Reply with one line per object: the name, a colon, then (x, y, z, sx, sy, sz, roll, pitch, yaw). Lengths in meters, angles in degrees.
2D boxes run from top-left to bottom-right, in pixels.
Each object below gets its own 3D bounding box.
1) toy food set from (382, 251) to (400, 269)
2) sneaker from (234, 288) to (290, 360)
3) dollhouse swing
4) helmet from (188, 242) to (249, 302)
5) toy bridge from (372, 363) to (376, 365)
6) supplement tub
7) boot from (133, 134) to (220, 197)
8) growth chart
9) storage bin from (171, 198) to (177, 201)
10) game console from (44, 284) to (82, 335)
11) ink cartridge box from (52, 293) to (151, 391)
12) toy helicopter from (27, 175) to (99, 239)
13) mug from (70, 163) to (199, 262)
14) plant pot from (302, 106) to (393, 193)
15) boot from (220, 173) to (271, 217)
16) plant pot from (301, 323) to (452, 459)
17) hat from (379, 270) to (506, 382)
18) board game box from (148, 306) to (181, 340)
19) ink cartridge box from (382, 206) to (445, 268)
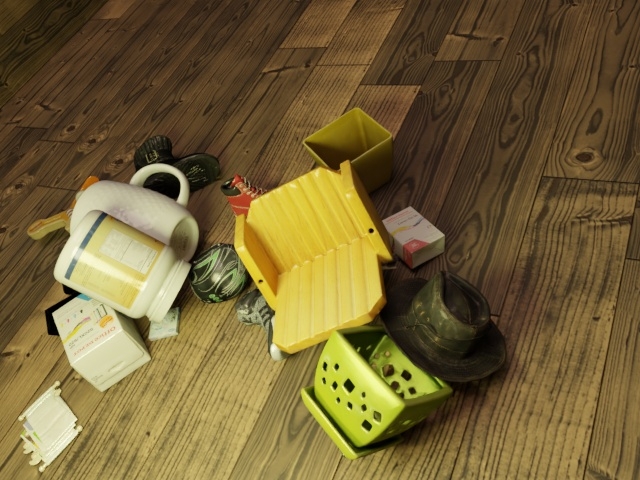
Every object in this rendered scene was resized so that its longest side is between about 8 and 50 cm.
toy food set: (0.192, 0.029, 1.747, 0.078, 0.019, 0.122, -5, 49, 19)
sneaker: (-0.154, 0.225, 1.674, 0.153, 0.101, 0.268, -14, 41, 13)
dollhouse swing: (-0.032, 0.037, 1.485, 0.347, 0.315, 0.305, -24, 17, 17)
helmet: (-0.289, 0.094, 1.801, 0.162, 0.169, 0.169, -31, 44, 17)
toy bridge: (0.106, 0.338, 1.510, 0.188, 0.026, 0.063, -31, 44, -5)
supplement tub: (-0.548, 0.078, 1.717, 0.228, 0.316, 0.228, -56, 14, 21)
boot: (-0.542, -0.293, 2.268, 0.348, 0.131, 0.260, -19, 46, 7)
growth chart: (-0.772, 0.523, 1.731, 0.172, 0.021, 0.237, -42, 48, -14)
storage bin: (-0.565, -0.100, 2.148, 0.135, 0.098, 0.091, 7, 82, 28)
game console: (-0.833, 0.157, 2.062, 0.213, 0.044, 0.361, -31, 45, -5)
ink cartridge box: (-0.637, 0.278, 1.783, 0.171, 0.168, 0.232, -35, 47, -9)
toy helicopter: (-0.925, -0.103, 2.269, 0.355, 0.140, 0.235, -20, 44, 9)
mug: (-0.556, -0.075, 1.965, 0.328, 0.276, 0.374, 13, 74, 20)
plant pot: (0.105, -0.250, 1.911, 0.212, 0.187, 0.212, -33, 46, -7)
boot: (-0.189, -0.149, 1.959, 0.244, 0.176, 0.088, -7, 47, 16)
plant pot: (0.110, 0.336, 1.339, 0.227, 0.228, 0.207, 45, 112, 31)
hat: (0.294, 0.161, 1.414, 0.331, 0.134, 0.331, 9, 35, -6)
board game box: (-0.467, 0.250, 1.838, 0.090, 0.020, 0.090, -14, 46, 11)
ink cartridge box: (0.243, -0.021, 1.722, 0.115, 0.067, 0.198, -27, 44, -17)
